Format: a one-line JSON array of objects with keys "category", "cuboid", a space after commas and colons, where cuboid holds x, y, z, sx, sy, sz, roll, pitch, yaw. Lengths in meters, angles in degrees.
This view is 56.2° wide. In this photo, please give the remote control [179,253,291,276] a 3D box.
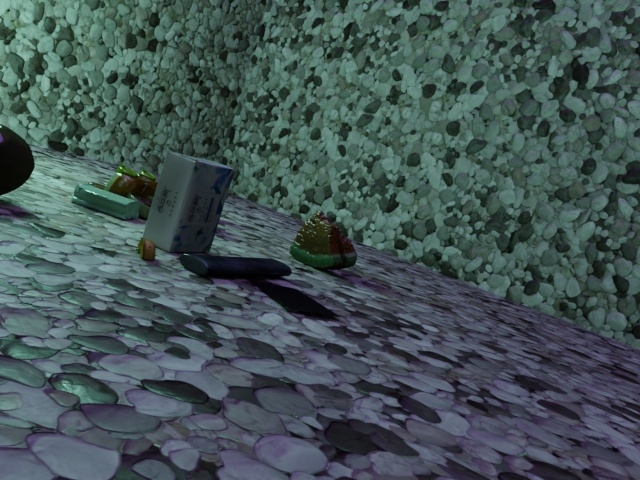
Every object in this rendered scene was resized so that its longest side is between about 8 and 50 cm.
[{"category": "remote control", "cuboid": [-0.226, 0.072, 1.683, 0.107, 0.044, 0.377, 26, 10, 30]}]

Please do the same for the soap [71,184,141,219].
[{"category": "soap", "cuboid": [-0.719, -0.130, 2.019, 0.198, 0.063, 0.114, 18, 7, 6]}]

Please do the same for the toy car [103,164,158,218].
[{"category": "toy car", "cuboid": [-0.649, -0.147, 2.174, 0.235, 0.145, 0.235, 35, 12, -9]}]

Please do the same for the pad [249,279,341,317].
[{"category": "pad", "cuboid": [-0.073, 0.152, 1.572, 0.159, 0.009, 0.265, 13, 6, -30]}]

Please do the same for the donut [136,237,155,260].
[{"category": "donut", "cuboid": [-0.447, 0.027, 1.537, 0.038, 0.067, 0.083, 7, -22, -28]}]

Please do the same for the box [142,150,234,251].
[{"category": "box", "cuboid": [-0.385, -0.108, 1.765, 0.116, 0.274, 0.203, 21, 7, 24]}]

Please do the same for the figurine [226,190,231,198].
[{"category": "figurine", "cuboid": [-0.548, -0.206, 2.617, 0.265, 0.197, 0.175, 37, 3, -7]}]

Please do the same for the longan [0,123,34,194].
[{"category": "longan", "cuboid": [-0.920, -0.229, 1.624, 0.246, 0.215, 0.246, 40, 2, -2]}]

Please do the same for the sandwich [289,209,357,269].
[{"category": "sandwich", "cuboid": [0.005, 0.013, 2.223, 0.292, 0.212, 0.109, 37, 31, 32]}]

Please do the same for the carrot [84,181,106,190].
[{"category": "carrot", "cuboid": [-0.801, -0.178, 2.352, 0.254, 0.049, 0.049, 17, 4, -45]}]
